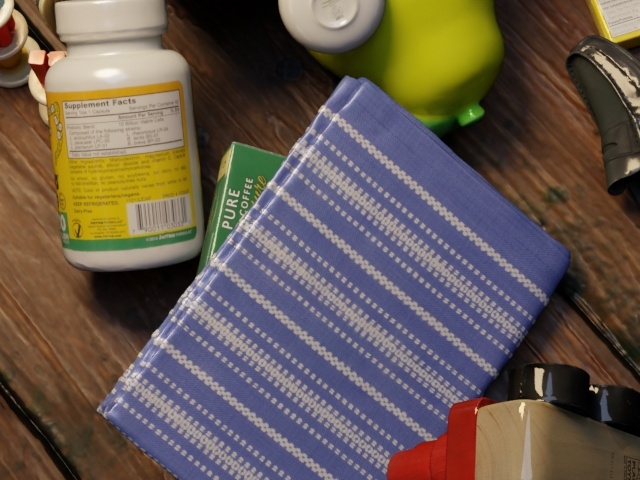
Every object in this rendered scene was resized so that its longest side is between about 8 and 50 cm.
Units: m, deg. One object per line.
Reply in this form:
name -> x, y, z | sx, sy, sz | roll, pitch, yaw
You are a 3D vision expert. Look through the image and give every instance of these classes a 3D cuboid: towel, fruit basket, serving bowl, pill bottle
towel -> 0.018, 0.069, 1.324 | 0.243, 0.040, 0.336 | 39, 79, -13
fruit basket -> 0.031, -0.273, 1.429 | 0.392, 0.283, 0.392 | -5, 110, -12
serving bowl -> 0.010, -0.181, 1.308 | 0.083, 0.027, 0.083 | -1, 106, -3
pill bottle -> -0.156, -0.087, 1.361 | 0.117, 0.117, 0.208 | -5, 100, 2

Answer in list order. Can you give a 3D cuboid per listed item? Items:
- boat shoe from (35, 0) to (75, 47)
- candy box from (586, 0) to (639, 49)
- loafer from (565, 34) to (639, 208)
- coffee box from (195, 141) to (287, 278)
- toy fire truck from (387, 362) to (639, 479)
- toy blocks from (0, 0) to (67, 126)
boat shoe -> -0.196, -0.185, 1.433 | 0.049, 0.152, 0.056 | 36, 92, 28
candy box -> 0.326, -0.236, 1.477 | 0.205, 0.027, 0.105 | -17, 67, -3
loafer -> 0.262, -0.069, 1.391 | 0.078, 0.076, 0.223 | -28, 74, -15
coffee box -> 0.000, 0.000, 1.370 | 0.184, 0.040, 0.113 | 15, 69, -14
toy fire truck -> 0.135, 0.204, 1.262 | 0.246, 0.217, 0.159 | -16, 62, 43
toy blocks -> -0.247, -0.161, 1.422 | 0.123, 0.148, 0.054 | 37, 76, 16
